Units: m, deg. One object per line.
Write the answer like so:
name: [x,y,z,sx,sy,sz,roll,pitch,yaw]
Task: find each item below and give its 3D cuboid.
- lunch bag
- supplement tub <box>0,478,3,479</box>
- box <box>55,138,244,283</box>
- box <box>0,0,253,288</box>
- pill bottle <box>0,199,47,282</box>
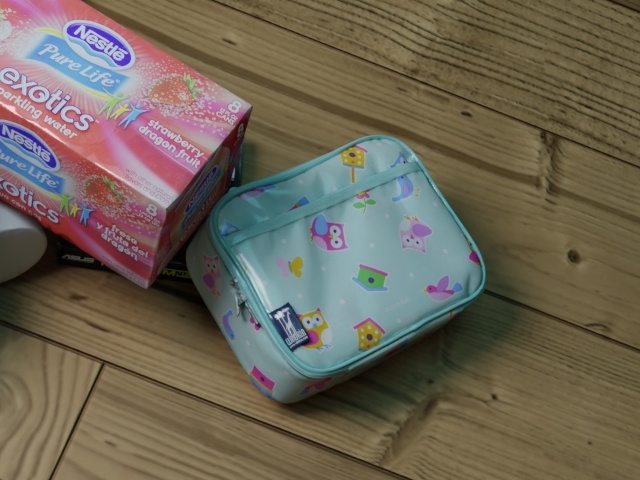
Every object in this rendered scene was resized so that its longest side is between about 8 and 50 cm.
lunch bag: [0.013,0.021,1.522,0.279,0.108,0.224,-24,78,-32]
supplement tub: [-0.365,0.262,1.215,0.316,0.228,0.228,29,55,5]
box: [-0.176,-0.050,1.586,0.184,0.045,0.191,8,56,-8]
box: [-0.233,-0.115,1.392,0.300,0.142,0.154,32,55,7]
pill bottle: [-0.358,-0.075,1.500,0.131,0.131,0.229,-16,63,-24]
